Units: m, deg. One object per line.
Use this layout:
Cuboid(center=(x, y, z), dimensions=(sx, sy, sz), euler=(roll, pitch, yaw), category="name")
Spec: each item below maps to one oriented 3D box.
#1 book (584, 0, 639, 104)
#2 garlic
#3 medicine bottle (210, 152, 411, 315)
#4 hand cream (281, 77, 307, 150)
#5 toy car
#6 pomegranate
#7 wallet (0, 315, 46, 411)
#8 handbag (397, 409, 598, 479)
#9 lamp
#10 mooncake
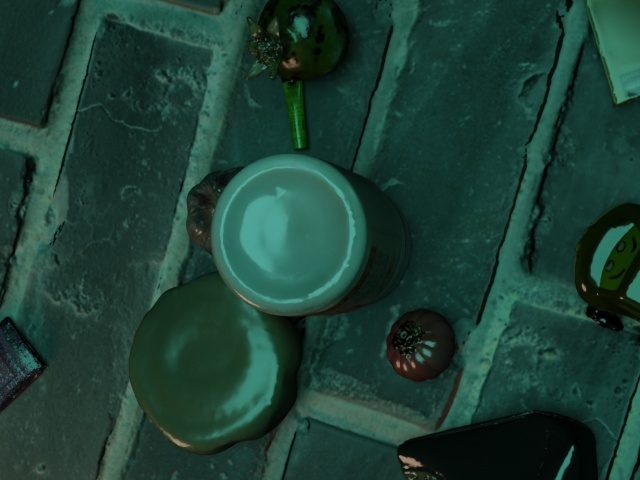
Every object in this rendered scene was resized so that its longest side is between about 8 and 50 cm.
Cuboid(center=(0.492, -0.409, 1.802), dimensions=(0.268, 0.032, 0.389), euler=(-17, 82, 8), category="book")
Cuboid(center=(-0.133, -0.041, 1.925), dimensions=(0.159, 0.102, 0.147), euler=(13, 93, 15), category="garlic")
Cuboid(center=(0.000, 0.000, 1.751), dimensions=(0.211, 0.371, 0.211), euler=(-1, 87, 14), category="medicine bottle")
Cuboid(center=(-0.038, -0.199, 1.945), dimensions=(0.036, 0.023, 0.122), euler=(-8, 86, 15), category="hand cream")
Cuboid(center=(0.462, 0.052, 1.718), dimensions=(0.247, 0.198, 0.204), euler=(30, 97, 14), category="toy car")
Cuboid(center=(-0.043, -0.302, 1.878), dimensions=(0.148, 0.169, 0.149), euler=(16, 112, 48), category="pomegranate")
Cuboid(center=(-0.532, 0.216, 2.056), dimensions=(0.166, 0.030, 0.111), euler=(-43, 80, 10), category="wallet")
Cuboid(center=(0.245, 0.411, 1.800), dimensions=(0.288, 0.152, 0.342), euler=(-3, 87, 26), category="handbag")
Cuboid(center=(0.146, 0.152, 1.851), dimensions=(0.107, 0.092, 0.108), euler=(-19, 56, 30), category="lamp")
Cuboid(center=(-0.154, 0.184, 1.909), dimensions=(0.274, 0.135, 0.275), euler=(-1, 84, 15), category="mooncake")
